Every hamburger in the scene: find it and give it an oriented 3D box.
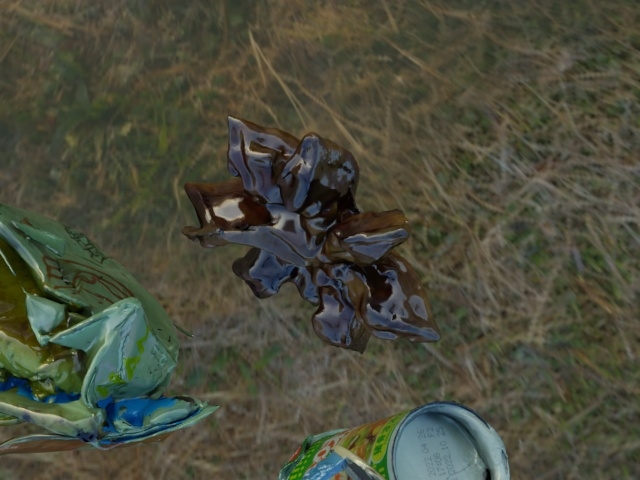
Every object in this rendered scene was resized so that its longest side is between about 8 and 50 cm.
[{"bbox_3d":[-0.219,0.050,1.015,0.276,0.260,0.150,16,116,-25],"label":"hamburger"}]

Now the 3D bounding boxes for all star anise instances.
[{"bbox_3d":[0.000,0.000,0.702,0.168,0.168,0.057,49,53,-20],"label":"star anise"}]

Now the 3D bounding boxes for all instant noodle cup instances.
[{"bbox_3d":[0.086,0.278,1.449,0.207,0.233,0.207,10,64,-22],"label":"instant noodle cup"}]

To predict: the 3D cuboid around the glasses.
[{"bbox_3d":[-0.013,0.265,0.981,0.221,0.088,0.189,-28,112,3],"label":"glasses"}]
